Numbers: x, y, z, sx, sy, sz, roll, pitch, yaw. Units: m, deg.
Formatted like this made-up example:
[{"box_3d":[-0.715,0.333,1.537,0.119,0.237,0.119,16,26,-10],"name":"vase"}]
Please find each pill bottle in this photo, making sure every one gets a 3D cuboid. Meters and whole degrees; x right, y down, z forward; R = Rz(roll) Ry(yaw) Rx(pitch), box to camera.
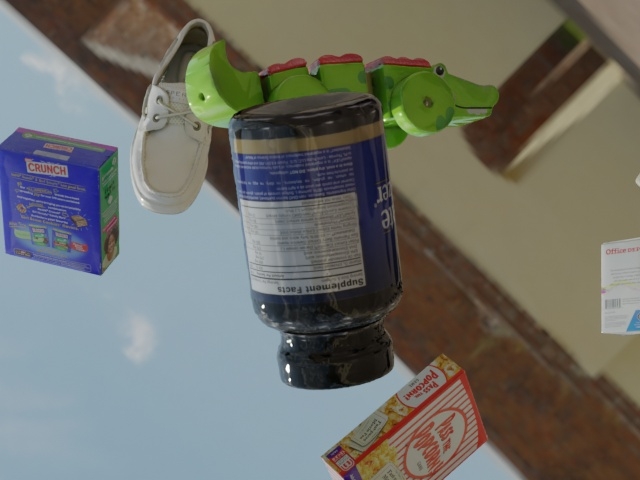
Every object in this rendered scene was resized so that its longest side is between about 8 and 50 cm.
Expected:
[{"box_3d":[0.000,0.000,1.146,0.123,0.123,0.219,-90,-7,-78],"name":"pill bottle"}]

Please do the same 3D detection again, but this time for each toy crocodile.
[{"box_3d":[0.026,-0.149,1.500,0.115,0.341,0.105,163,103,-66],"name":"toy crocodile"}]

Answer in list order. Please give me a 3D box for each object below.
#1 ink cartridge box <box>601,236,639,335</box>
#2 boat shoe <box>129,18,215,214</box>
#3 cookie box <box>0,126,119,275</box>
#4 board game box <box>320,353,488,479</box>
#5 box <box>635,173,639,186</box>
[{"box_3d":[0.418,0.061,1.912,0.052,0.122,0.088,8,169,-41],"name":"ink cartridge box"},{"box_3d":[-0.181,-0.163,1.821,0.098,0.096,0.277,9,-124,-7],"name":"boat shoe"},{"box_3d":[-0.216,-0.033,1.207,0.092,0.107,0.040,13,-145,11],"name":"cookie box"},{"box_3d":[0.103,0.246,1.730,0.045,0.193,0.147,37,160,41],"name":"board game box"},{"box_3d":[0.534,-0.025,1.746,0.148,0.121,0.311,23,-162,-33],"name":"box"}]
